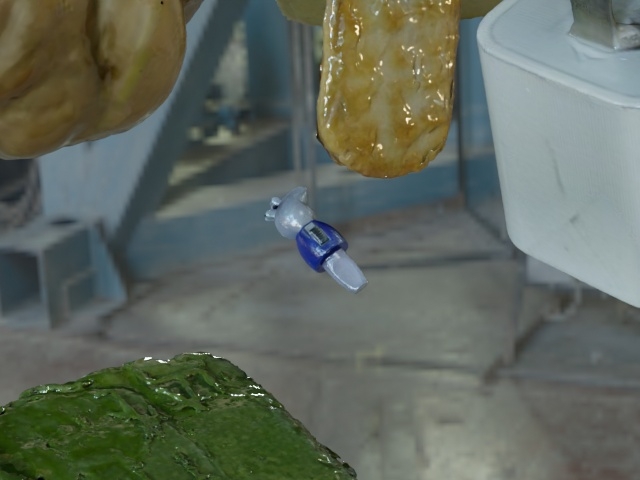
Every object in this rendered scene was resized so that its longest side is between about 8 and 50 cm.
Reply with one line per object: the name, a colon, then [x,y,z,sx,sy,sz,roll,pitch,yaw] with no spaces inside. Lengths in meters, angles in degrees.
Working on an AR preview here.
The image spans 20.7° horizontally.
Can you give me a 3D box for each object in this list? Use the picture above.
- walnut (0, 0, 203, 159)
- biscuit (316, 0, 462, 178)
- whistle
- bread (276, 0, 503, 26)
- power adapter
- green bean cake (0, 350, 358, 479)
walnut: [-0.195,-0.191,1.108,0.296,0.285,0.285,-28,28,-36]
biscuit: [0.054,-0.168,1.265,0.118,0.247,0.029,3,3,-28]
whistle: [0.000,0.000,1.090,0.033,0.029,0.083,-39,70,-12]
bread: [0.112,-0.361,1.598,0.323,0.333,0.143,-2,-22,20]
power adapter: [0.155,-0.090,0.855,0.130,0.205,0.125,-38,46,-27]
green bean cake: [-0.098,0.170,1.059,0.200,0.113,0.214,-13,37,-35]
